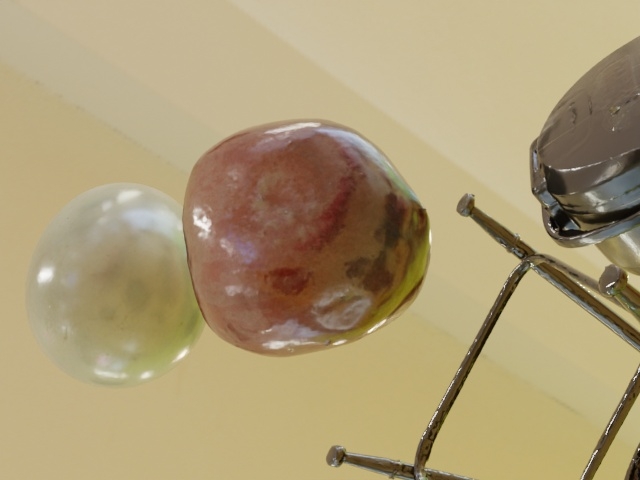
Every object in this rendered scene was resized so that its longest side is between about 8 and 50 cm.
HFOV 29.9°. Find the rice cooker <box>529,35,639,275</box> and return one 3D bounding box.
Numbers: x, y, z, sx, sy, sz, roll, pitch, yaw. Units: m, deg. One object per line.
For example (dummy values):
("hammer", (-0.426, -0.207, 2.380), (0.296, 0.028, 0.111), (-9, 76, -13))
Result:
("rice cooker", (0.192, -0.051, 0.626), (0.106, 0.165, 0.112), (37, -144, -21))

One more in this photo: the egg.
("egg", (-0.163, 0.031, 0.988), (0.151, 0.151, 0.209), (49, -160, -22))

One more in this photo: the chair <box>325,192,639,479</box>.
("chair", (0.306, 0.226, 1.320), (0.410, 0.362, 0.365), (26, -85, -21))

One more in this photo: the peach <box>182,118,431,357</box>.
("peach", (0.000, 0.000, 0.732), (0.152, 0.152, 0.152), (4, -96, -36))
